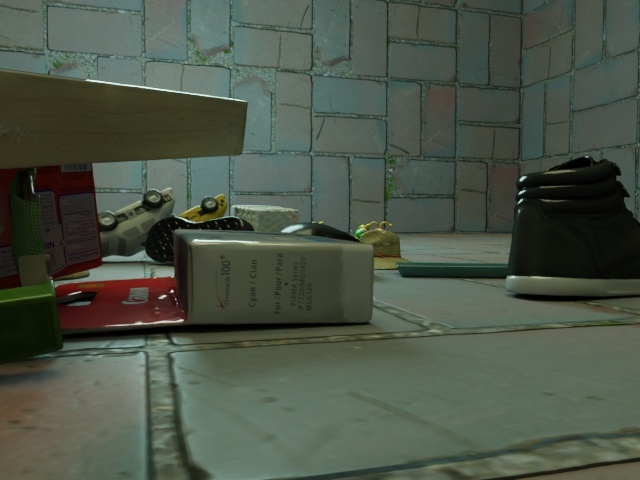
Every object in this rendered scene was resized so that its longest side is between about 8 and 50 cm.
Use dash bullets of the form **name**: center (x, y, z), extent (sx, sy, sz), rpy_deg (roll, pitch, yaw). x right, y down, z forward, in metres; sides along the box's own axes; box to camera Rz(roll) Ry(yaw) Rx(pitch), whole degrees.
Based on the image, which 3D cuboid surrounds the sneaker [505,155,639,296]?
- **sneaker**: center (0.328, -0.017, 0.634), extent (0.296, 0.146, 0.105), rpy_deg (1, 0, -27)

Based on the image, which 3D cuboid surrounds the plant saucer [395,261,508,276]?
- **plant saucer**: center (0.201, 0.040, 0.798), extent (0.192, 0.018, 0.067), rpy_deg (0, 2, 5)

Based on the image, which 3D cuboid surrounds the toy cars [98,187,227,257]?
- **toy cars**: center (-0.303, -0.016, 1.147), extent (0.176, 0.087, 0.394), rpy_deg (-43, -12, 15)

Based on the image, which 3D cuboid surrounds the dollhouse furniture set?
- **dollhouse furniture set**: center (-0.186, 0.018, 0.330), extent (0.059, 0.076, 0.152), rpy_deg (-8, 29, -26)

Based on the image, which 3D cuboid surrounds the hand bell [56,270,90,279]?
- **hand bell**: center (-0.373, -0.072, 0.757), extent (0.126, 0.241, 0.126), rpy_deg (0, 2, 0)

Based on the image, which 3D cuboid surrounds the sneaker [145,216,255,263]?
- **sneaker**: center (-0.194, 0.016, 0.982), extent (0.235, 0.084, 0.097), rpy_deg (1, -24, 29)

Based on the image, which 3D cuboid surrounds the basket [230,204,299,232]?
- **basket**: center (-0.142, -0.035, 1.515), extent (0.103, 0.113, 0.167), rpy_deg (5, 5, 41)

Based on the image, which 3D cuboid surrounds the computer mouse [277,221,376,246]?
- **computer mouse**: center (0.000, 0.000, 1.126), extent (0.189, 0.072, 0.272), rpy_deg (3, 3, 36)

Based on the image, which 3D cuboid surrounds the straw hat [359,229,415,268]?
- **straw hat**: center (0.098, 0.012, 0.954), extent (0.145, 0.061, 0.144), rpy_deg (0, 3, 0)

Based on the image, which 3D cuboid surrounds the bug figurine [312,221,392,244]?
- **bug figurine**: center (0.053, -0.013, 1.485), extent (0.279, 0.072, 0.216), rpy_deg (0, 2, 1)

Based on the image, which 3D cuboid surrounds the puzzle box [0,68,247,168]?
- **puzzle box**: center (-0.300, -0.117, 0.460), extent (0.409, 0.052, 0.272), rpy_deg (12, 13, 19)

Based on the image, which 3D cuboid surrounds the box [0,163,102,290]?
- **box**: center (-0.316, -0.017, 0.460), extent (0.123, 0.128, 0.257), rpy_deg (0, 9, 24)

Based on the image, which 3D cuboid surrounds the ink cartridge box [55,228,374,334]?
- **ink cartridge box**: center (-0.124, 0.026, 0.532), extent (0.261, 0.066, 0.296), rpy_deg (0, 2, -17)
